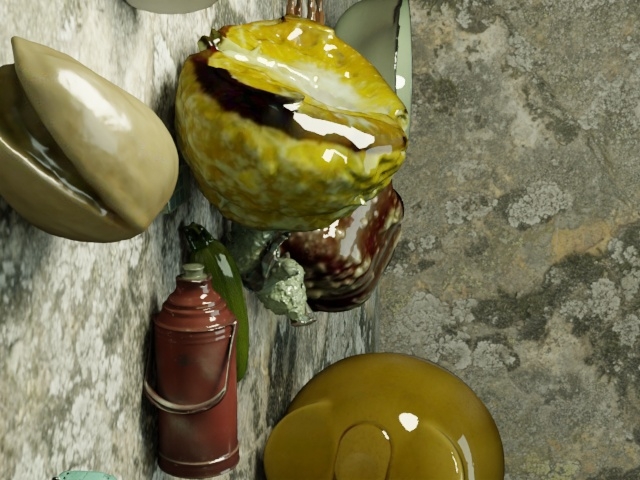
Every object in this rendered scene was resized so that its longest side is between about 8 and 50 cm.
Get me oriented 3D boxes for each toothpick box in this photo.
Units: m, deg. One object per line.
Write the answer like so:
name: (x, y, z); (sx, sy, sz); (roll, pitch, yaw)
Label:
toothpick box: (0.113, 0.400, 1.758); (0.425, 0.409, 0.409); (32, 60, -72)

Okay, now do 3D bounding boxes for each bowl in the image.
bowl: (0.096, -0.365, 2.174); (0.354, 0.185, 0.354); (1, 90, -81)

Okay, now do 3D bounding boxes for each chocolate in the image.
chocolate: (0.000, 0.000, 1.597); (0.340, 0.225, 0.210); (72, 34, -63)

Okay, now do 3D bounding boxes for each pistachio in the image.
pistachio: (-0.185, -0.068, 0.747); (0.226, 0.136, 0.136); (51, 41, -65)

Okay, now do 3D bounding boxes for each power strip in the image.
power strip: (-0.168, -0.059, 1.141); (0.090, 0.016, 0.040); (-58, 148, -71)

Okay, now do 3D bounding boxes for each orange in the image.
orange: (-0.036, -0.124, 1.198); (0.368, 0.271, 0.210); (-73, 180, -65)

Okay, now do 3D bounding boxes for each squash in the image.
squash: (-0.126, 0.085, 1.266); (0.066, 0.066, 0.252); (-75, 164, -55)

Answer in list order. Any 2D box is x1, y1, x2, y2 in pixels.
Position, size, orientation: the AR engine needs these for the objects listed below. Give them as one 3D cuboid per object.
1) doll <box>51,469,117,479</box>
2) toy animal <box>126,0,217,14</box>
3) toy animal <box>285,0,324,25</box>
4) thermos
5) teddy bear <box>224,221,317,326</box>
doll: (-0.212, 0.267, 0.803); (0.158, 0.059, 0.159); (60, 34, -76)
toy animal: (-0.141, -0.348, 0.989); (0.131, 0.104, 0.221); (47, 45, -76)
toy animal: (-0.040, -0.331, 1.734); (0.224, 0.066, 0.229); (-35, 131, -79)
thermos: (-0.137, 0.137, 1.112); (0.124, 0.099, 0.232); (-43, 135, -71)
teddy bear: (-0.079, 0.038, 1.404); (0.133, 0.111, 0.213); (34, -37, 60)
